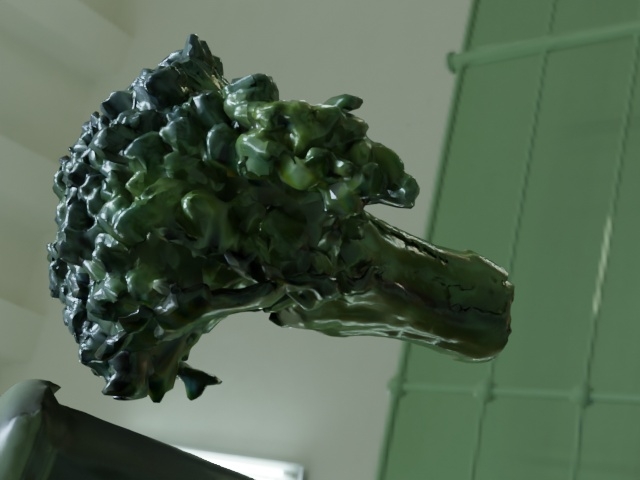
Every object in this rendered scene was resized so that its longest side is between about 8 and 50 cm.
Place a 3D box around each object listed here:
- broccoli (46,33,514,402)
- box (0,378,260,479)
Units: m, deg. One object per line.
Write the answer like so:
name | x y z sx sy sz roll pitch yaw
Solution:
broccoli | 0.002 -0.012 0.555 0.274 0.198 0.177 5 -128 -16
box | -0.080 0.158 0.472 0.178 0.274 0.138 21 -106 -12
